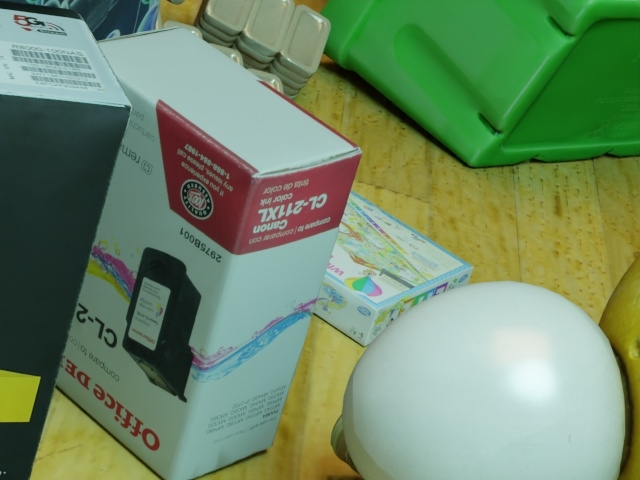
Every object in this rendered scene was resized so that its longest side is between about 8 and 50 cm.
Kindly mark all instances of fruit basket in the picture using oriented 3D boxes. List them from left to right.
[{"bbox_3d":[0.158,-0.236,1.387,0.392,0.283,0.392,20,41,-18],"label":"fruit basket"}]

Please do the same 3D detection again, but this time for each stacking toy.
[{"bbox_3d":[0.245,0.080,0.832,0.480,0.350,0.350,-3,31,-10],"label":"stacking toy"}]

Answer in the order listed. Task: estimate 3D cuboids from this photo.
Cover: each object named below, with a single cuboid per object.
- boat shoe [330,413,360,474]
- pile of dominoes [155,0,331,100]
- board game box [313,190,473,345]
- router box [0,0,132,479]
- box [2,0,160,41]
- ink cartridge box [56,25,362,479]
[{"bbox_3d":[0.079,0.115,0.881,0.153,0.056,0.048,19,27,-19],"label":"boat shoe"},{"bbox_3d":[-0.114,-0.176,1.233,0.251,0.040,0.196,29,48,-14],"label":"pile of dominoes"},{"bbox_3d":[0.000,0.000,1.071,0.154,0.026,0.103,33,30,26],"label":"board game box"},{"bbox_3d":[-0.245,0.025,0.635,0.309,0.243,0.081,5,30,-27],"label":"router box"},{"bbox_3d":[-0.240,-0.182,0.904,0.212,0.293,0.395,25,38,12],"label":"box"},{"bbox_3d":[-0.067,0.007,0.854,0.127,0.175,0.072,35,34,30],"label":"ink cartridge box"}]
